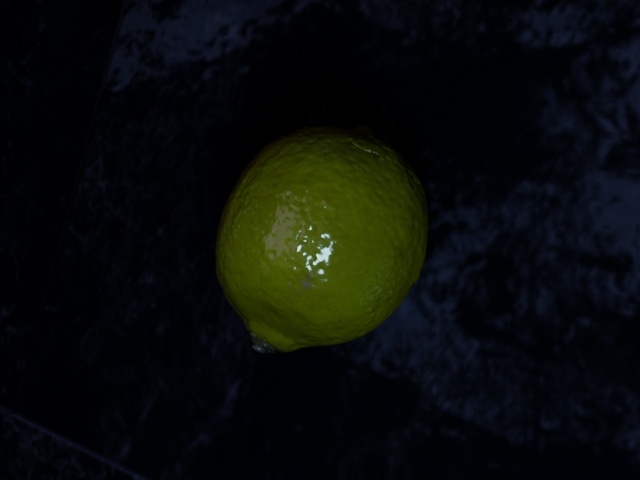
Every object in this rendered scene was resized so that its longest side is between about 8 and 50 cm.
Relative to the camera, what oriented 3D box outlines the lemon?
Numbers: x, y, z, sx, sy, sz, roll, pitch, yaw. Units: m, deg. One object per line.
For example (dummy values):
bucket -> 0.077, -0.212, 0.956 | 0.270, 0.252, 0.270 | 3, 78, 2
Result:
lemon -> 0.000, 0.000, 1.010 | 0.109, 0.109, 0.133 | 23, 88, 49
